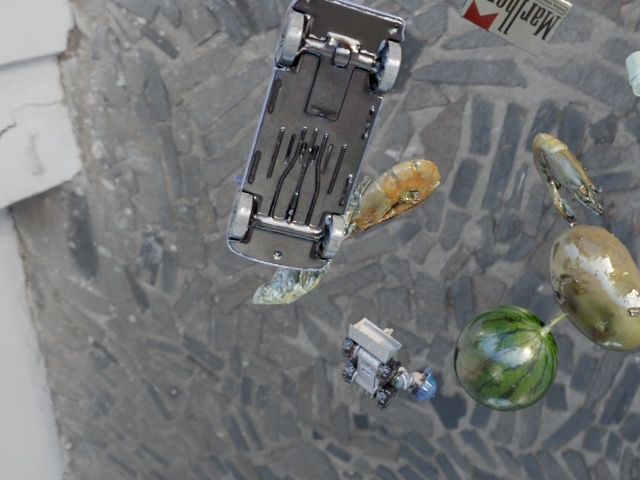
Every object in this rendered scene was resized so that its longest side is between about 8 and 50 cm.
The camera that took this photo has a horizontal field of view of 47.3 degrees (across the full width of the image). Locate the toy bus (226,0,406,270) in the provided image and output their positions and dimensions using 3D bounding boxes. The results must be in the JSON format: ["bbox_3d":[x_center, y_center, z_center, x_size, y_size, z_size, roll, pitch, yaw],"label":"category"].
[{"bbox_3d":[-0.014,-0.118,0.801,0.125,0.133,0.292,13,112,-13],"label":"toy bus"}]

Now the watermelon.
[{"bbox_3d":[0.342,0.207,1.316,0.188,0.188,0.214,48,130,0],"label":"watermelon"}]

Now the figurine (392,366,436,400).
[{"bbox_3d":[0.238,0.375,1.942,0.149,0.087,0.086,12,140,-11],"label":"figurine"}]

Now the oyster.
[{"bbox_3d":[0.003,0.002,1.261,0.087,0.199,0.252,37,122,-12],"label":"oyster"}]

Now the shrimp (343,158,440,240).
[{"bbox_3d":[0.147,-0.082,1.647,0.294,0.154,0.062,-36,51,32],"label":"shrimp"}]

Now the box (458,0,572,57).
[{"bbox_3d":[0.366,-0.437,1.379,0.177,0.036,0.115,25,124,-9],"label":"box"}]

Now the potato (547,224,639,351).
[{"bbox_3d":[0.533,0.093,1.392,0.165,0.165,0.262,-42,76,35],"label":"potato"}]

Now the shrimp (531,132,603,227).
[{"bbox_3d":[0.420,-0.091,1.246,0.051,0.217,0.150,-19,132,-2],"label":"shrimp"}]

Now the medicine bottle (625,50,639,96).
[{"bbox_3d":[0.615,-0.319,1.401,0.047,0.083,0.047,4,146,3],"label":"medicine bottle"}]

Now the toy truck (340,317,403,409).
[{"bbox_3d":[0.122,0.264,1.618,0.136,0.111,0.286,34,150,23],"label":"toy truck"}]
